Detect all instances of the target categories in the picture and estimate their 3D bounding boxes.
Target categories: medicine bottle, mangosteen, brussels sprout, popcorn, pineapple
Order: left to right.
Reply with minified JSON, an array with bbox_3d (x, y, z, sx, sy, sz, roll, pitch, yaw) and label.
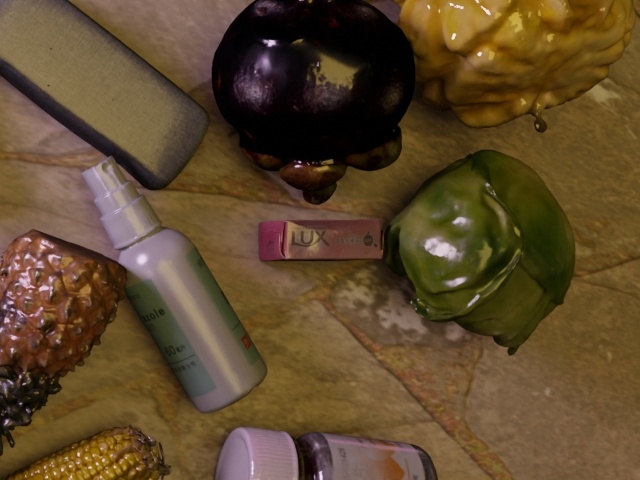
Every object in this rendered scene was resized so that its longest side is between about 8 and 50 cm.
[{"bbox_3d":[-0.371,0.157,1.504,0.169,0.169,0.340,27,86,-20],"label":"pineapple"},{"bbox_3d":[-0.199,0.053,1.594,0.110,0.110,0.352,-34,100,-21],"label":"medicine bottle"},{"bbox_3d":[-0.009,-0.196,1.628,0.288,0.287,0.233,11,46,-22],"label":"mangosteen"},{"bbox_3d":[0.008,0.339,1.637,0.273,0.165,0.165,11,83,-23],"label":"medicine bottle"},{"bbox_3d":[0.226,0.016,1.715,0.259,0.227,0.294,38,39,-27],"label":"brussels sprout"},{"bbox_3d":[0.253,-0.344,1.730,0.349,0.349,0.381,-7,61,-23],"label":"popcorn"}]

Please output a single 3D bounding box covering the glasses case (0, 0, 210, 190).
[{"bbox_3d":[-0.297,-0.204,1.587,0.323,0.074,0.131,38,73,-17],"label":"glasses case"}]

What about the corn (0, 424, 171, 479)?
[{"bbox_3d":[-0.338,0.323,1.523,0.318,0.115,0.115,-24,96,-22],"label":"corn"}]

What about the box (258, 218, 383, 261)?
[{"bbox_3d":[0.000,0.000,1.684,0.156,0.111,0.060,-2,88,-22],"label":"box"}]
